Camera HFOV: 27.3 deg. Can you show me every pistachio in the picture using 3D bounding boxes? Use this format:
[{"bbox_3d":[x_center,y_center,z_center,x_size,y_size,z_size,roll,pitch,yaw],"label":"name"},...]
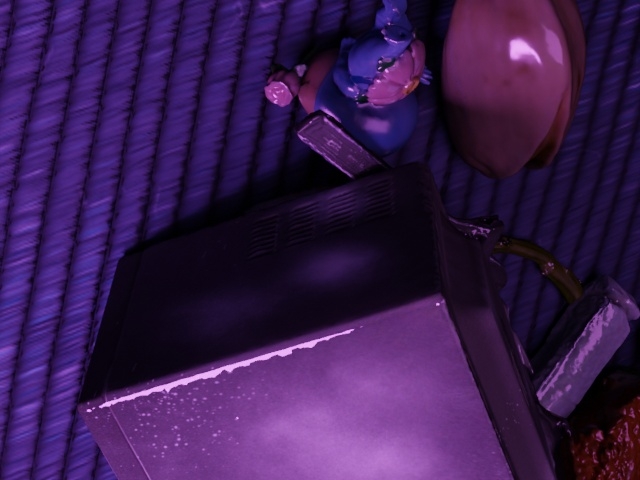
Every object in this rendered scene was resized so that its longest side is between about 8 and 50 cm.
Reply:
[{"bbox_3d":[0.186,-0.160,1.267,0.137,0.153,0.238,-14,140,-11],"label":"pistachio"}]

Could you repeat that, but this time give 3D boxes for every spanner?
[{"bbox_3d":[0.084,-0.031,1.237,0.093,0.026,0.325,-48,130,9],"label":"spanner"}]

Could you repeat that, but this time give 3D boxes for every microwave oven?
[{"bbox_3d":[0.035,0.197,1.189,0.374,0.236,0.432,-17,119,12],"label":"microwave oven"}]

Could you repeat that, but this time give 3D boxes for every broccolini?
[{"bbox_3d":[0.170,0.050,1.384,0.271,0.062,0.123,15,110,-32],"label":"broccolini"}]

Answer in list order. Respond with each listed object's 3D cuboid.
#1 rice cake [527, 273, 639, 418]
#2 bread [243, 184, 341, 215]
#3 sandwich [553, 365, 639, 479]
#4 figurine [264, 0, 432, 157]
[{"bbox_3d":[0.233,0.184,1.451,0.336,0.063,0.066,-51,124,-2],"label":"rice cake"},{"bbox_3d":[0.000,0.000,1.270,0.157,0.083,0.094,4,118,-28],"label":"bread"},{"bbox_3d":[0.316,0.221,1.463,0.160,0.109,0.185,19,93,-47],"label":"sandwich"},{"bbox_3d":[0.030,-0.153,1.199,0.144,0.114,0.178,20,143,-1],"label":"figurine"}]
